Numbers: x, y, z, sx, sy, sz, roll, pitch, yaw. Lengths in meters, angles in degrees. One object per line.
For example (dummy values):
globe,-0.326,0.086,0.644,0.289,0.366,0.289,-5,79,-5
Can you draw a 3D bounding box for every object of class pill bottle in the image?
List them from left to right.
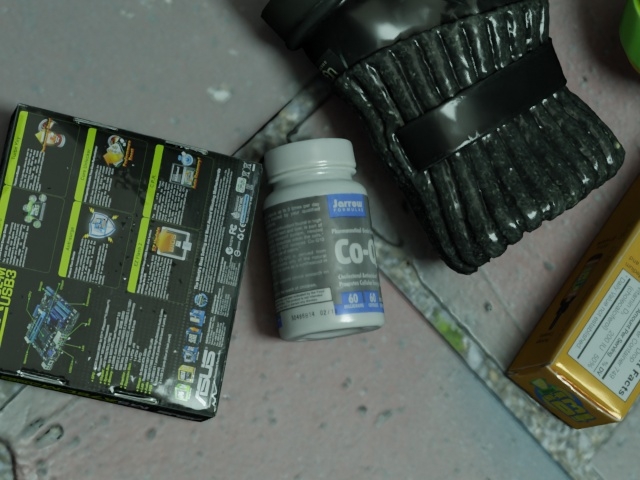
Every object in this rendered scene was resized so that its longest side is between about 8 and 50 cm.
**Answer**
pill bottle,0.000,0.000,1.365,0.078,0.078,0.137,-5,82,-18

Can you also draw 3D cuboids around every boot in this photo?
boot,0.156,-0.165,1.415,0.348,0.131,0.260,-40,87,-11

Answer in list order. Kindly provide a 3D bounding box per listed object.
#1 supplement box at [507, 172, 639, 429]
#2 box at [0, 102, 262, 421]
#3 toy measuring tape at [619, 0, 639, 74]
supplement box,0.241,0.030,1.436,0.080,0.078,0.233,41,71,-8
box,-0.147,0.017,1.335,0.184,0.045,0.191,12,77,-12
toy measuring tape,0.286,-0.116,1.398,0.121,0.121,0.330,11,51,-15
